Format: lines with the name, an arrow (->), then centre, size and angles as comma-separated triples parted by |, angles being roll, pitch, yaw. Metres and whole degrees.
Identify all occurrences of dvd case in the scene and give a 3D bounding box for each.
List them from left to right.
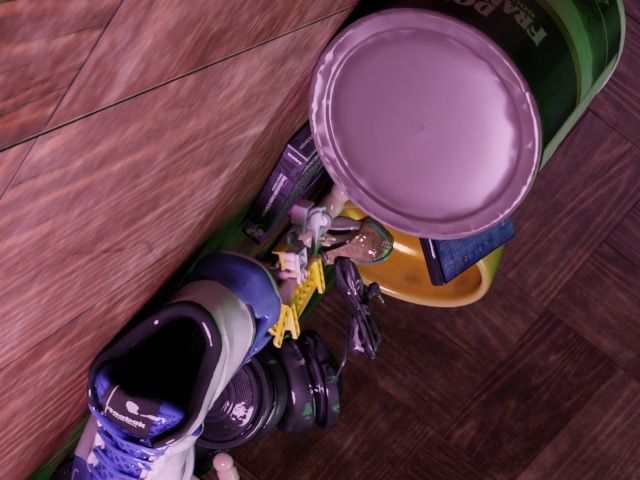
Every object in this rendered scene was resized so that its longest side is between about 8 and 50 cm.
dvd case -> 0.158, -0.092, 1.685 | 0.022, 0.253, 0.180 | -5, -163, 41

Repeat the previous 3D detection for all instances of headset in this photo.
headset -> -0.070, 0.158, 1.723 | 0.243, 0.185, 0.394 | -4, 165, -45

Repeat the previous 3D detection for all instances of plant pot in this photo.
plant pot -> 0.145, -0.073, 1.875 | 0.254, 0.254, 0.239 | 120, -6, -65

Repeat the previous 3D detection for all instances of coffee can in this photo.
coffee can -> 0.137, -0.151, 1.213 | 0.201, 0.201, 0.275 | -54, 175, 37

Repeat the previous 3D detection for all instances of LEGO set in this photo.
LEGO set -> -0.083, 0.046, 1.508 | 0.287, 0.107, 0.132 | -33, 127, -63

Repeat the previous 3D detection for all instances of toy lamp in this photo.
toy lamp -> -0.010, -0.010, 1.707 | 0.275, 0.080, 0.080 | -52, 176, 16

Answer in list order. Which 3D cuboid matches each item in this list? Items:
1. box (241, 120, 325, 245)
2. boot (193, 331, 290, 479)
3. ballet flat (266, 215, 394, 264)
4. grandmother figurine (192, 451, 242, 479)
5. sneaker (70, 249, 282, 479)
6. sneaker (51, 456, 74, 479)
box -> -0.017, -0.077, 1.378 | 0.116, 0.029, 0.162 | -49, 177, -37
boot -> -0.215, 0.320, 2.044 | 0.445, 0.146, 0.367 | -55, 179, -19
ballet flat -> 0.000, 0.000, 1.785 | 0.206, 0.067, 0.073 | -11, -146, 33
grandmother figurine -> -0.165, 0.392, 1.867 | 0.208, 0.104, 0.342 | -49, 146, -4
sneaker -> -0.167, 0.158, 1.265 | 0.315, 0.127, 0.182 | -60, 170, 19
sneaker -> -0.268, 0.269, 1.535 | 0.170, 0.051, 0.089 | -49, 179, 37
